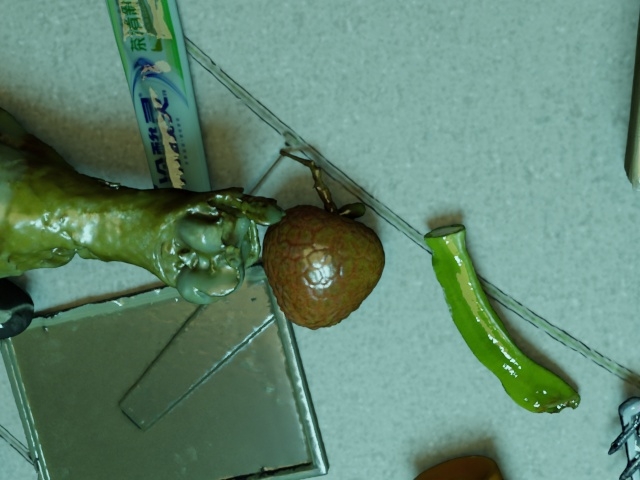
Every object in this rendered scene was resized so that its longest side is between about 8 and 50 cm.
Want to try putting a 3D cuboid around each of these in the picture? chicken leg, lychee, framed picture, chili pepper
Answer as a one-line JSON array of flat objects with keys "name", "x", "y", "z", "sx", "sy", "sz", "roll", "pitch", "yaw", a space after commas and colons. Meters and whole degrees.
[{"name": "chicken leg", "x": -0.236, "y": -0.018, "z": 1.025, "sx": 0.429, "sy": 0.201, "sz": 0.152, "roll": 8, "pitch": 139, "yaw": 15}, {"name": "lychee", "x": -0.002, "y": 0.005, "z": 1.041, "sx": 0.114, "sy": 0.101, "sz": 0.140, "roll": 8, "pitch": 105, "yaw": 17}, {"name": "framed picture", "x": -0.149, "y": 0.146, "z": 1.126, "sx": 0.281, "sy": 0.019, "sz": 0.208, "roll": -12, "pitch": 95, "yaw": 10}, {"name": "chili pepper", "x": 0.150, "y": 0.077, "z": 1.059, "sx": 0.052, "sy": 0.050, "sz": 0.201, "roll": -29, "pitch": 95, "yaw": 48}]

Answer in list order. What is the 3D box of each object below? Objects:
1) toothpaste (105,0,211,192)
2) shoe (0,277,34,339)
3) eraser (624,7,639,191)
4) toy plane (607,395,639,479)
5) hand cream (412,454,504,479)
[{"name": "toothpaste", "x": -0.143, "y": -0.139, "z": 1.076, "sx": 0.075, "sy": 0.048, "sz": 0.296, "roll": -12, "pitch": 93, "yaw": 9}, {"name": "shoe", "x": -0.370, "y": 0.086, "z": 1.119, "sx": 0.228, "sy": 0.099, "sz": 0.112, "roll": 5, "pitch": 105, "yaw": 12}, {"name": "eraser", "x": 0.293, "y": -0.210, "z": 0.948, "sx": 0.078, "sy": 0.144, "sz": 0.343, "roll": 5, "pitch": 99, "yaw": 10}, {"name": "toy plane", "x": 0.294, "y": 0.231, "z": 1.039, "sx": 0.169, "sy": 0.078, "sz": 0.246, "roll": 35, "pitch": 101, "yaw": 2}, {"name": "hand cream", "x": 0.172, "y": 0.346, "z": 1.072, "sx": 0.140, "sy": 0.089, "sz": 0.314, "roll": -16, "pitch": 99, "yaw": 12}]
